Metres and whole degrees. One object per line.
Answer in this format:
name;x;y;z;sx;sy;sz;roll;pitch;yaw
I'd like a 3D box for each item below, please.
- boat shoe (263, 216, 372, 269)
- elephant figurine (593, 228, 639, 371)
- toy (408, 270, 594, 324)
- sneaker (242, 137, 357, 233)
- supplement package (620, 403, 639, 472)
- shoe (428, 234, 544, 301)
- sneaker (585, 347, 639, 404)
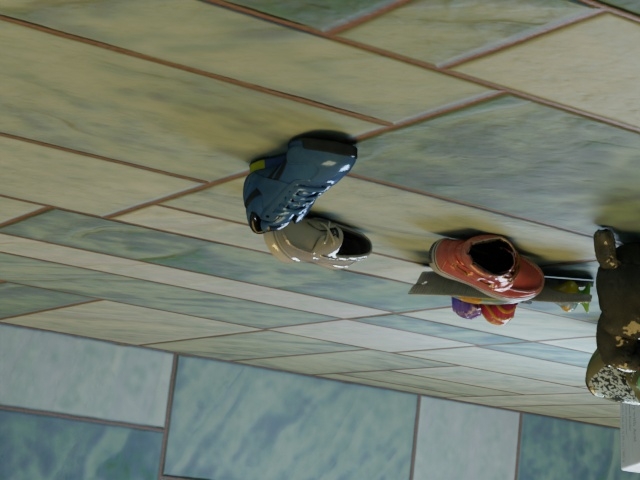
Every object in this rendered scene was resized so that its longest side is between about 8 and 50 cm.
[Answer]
boat shoe;0.000;0.000;1.803;0.063;0.066;0.184;-17;156;30
elephant figurine;0.451;0.080;1.716;0.239;0.169;0.186;8;-174;28
toy;0.245;0.081;1.982;0.237;0.056;0.137;-1;-170;12
sneaker;-0.022;-0.051;1.500;0.069;0.082;0.209;13;166;-22
supplement package;0.652;0.286;2.478;0.175;0.177;0.293;11;158;-18
shoe;0.226;0.035;1.839;0.178;0.063;0.081;17;168;-30
sneaker;0.549;0.232;2.235;0.410;0.182;0.158;-8;127;50
